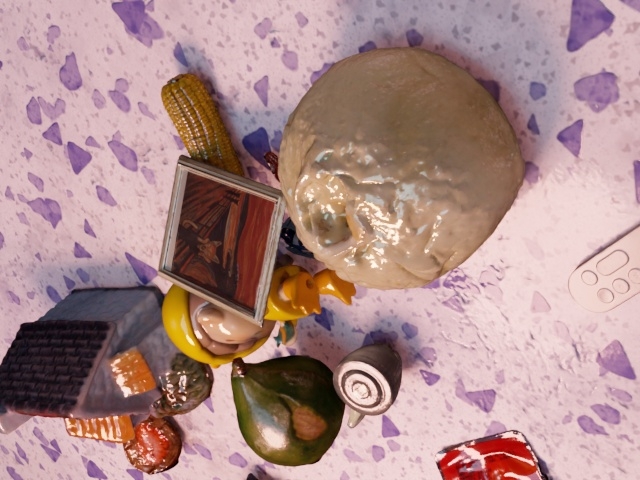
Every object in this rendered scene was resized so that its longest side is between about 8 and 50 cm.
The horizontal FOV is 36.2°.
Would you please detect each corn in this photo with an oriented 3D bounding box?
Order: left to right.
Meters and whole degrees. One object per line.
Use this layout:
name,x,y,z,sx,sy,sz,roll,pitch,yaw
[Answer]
corn,-0.189,-0.167,1.624,0.080,0.080,0.231,-12,109,43

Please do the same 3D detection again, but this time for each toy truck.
toy truck,0.000,0.000,1.598,0.136,0.063,0.074,15,145,30

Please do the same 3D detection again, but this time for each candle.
candle,-0.033,-0.088,1.582,0.162,0.053,0.048,46,-179,12

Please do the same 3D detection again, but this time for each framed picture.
framed picture,-0.164,-0.006,1.554,0.273,0.016,0.216,20,103,42

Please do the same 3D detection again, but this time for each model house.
model house,-0.466,0.294,1.970,0.360,0.339,0.297,-2,114,39

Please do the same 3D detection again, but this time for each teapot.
teapot,0.094,0.239,1.646,0.111,0.108,0.149,2,117,31

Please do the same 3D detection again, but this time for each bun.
bun,0.092,-0.081,1.347,0.352,0.227,0.349,17,126,30

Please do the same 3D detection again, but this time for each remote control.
remote control,0.424,0.023,1.296,0.077,0.022,0.245,47,137,1

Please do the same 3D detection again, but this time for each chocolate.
chocolate,-0.371,0.437,2.143,0.127,0.124,0.133,-6,97,50

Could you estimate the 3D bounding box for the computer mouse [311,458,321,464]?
computer mouse,-0.058,0.336,1.853,0.146,0.077,0.242,2,118,36

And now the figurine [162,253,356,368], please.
figurine,-0.112,0.109,1.659,0.343,0.215,0.187,-15,70,39

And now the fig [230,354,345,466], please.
fig,-0.070,0.275,1.682,0.245,0.195,0.195,39,139,-18

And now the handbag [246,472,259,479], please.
handbag,-0.078,0.672,2.059,0.303,0.122,0.329,33,134,19

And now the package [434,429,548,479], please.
package,0.319,0.456,1.637,0.194,0.071,0.269,-28,95,31
